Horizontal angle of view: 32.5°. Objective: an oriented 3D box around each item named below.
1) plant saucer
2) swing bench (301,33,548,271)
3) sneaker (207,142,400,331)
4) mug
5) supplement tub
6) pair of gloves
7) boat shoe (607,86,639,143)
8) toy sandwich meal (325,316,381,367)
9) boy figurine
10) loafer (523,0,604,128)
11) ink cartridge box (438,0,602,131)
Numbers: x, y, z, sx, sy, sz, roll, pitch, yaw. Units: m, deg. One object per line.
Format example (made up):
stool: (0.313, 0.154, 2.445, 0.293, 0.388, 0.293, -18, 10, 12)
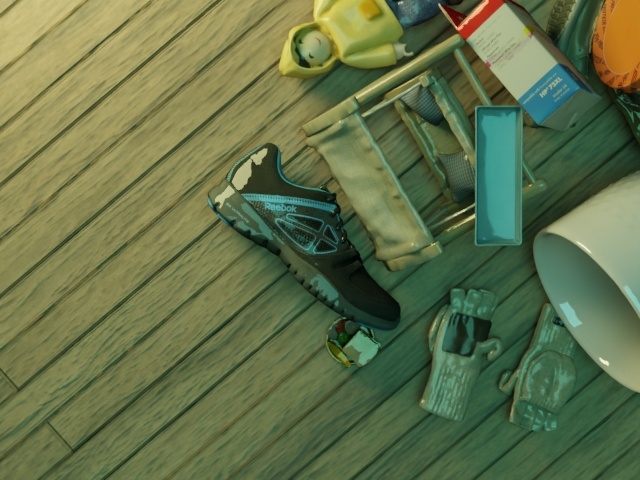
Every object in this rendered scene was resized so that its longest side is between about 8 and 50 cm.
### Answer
plant saucer: (0.243, -0.088, 1.507, 0.067, 0.018, 0.192, -1, 96, -7)
swing bench: (0.142, -0.121, 1.588, 0.255, 0.165, 0.253, -32, 97, -1)
sneaker: (0.000, 0.000, 1.610, 0.341, 0.125, 0.139, 40, 89, -7)
mug: (0.539, 0.056, 1.584, 0.328, 0.276, 0.374, -32, 112, -10)
supplement tub: (0.568, -0.261, 1.540, 0.338, 0.207, 0.207, 9, 94, -21)
pair of gloves: (0.276, 0.183, 1.681, 0.240, 0.042, 0.204, 11, 89, -9)
boat shoe: (0.472, -0.215, 1.653, 0.063, 0.059, 0.170, -21, 97, 17)
toy sandwich meal: (0.048, 0.156, 1.671, 0.086, 0.029, 0.085, 0, 94, -3)
boy figurine: (0.059, -0.331, 1.606, 0.285, 0.092, 0.177, -28, 98, -4)
loafer: (0.379, -0.280, 1.633, 0.087, 0.094, 0.251, 17, 102, -10)
ink cartridge box: (0.280, -0.265, 1.543, 0.078, 0.134, 0.231, -43, 73, 21)
